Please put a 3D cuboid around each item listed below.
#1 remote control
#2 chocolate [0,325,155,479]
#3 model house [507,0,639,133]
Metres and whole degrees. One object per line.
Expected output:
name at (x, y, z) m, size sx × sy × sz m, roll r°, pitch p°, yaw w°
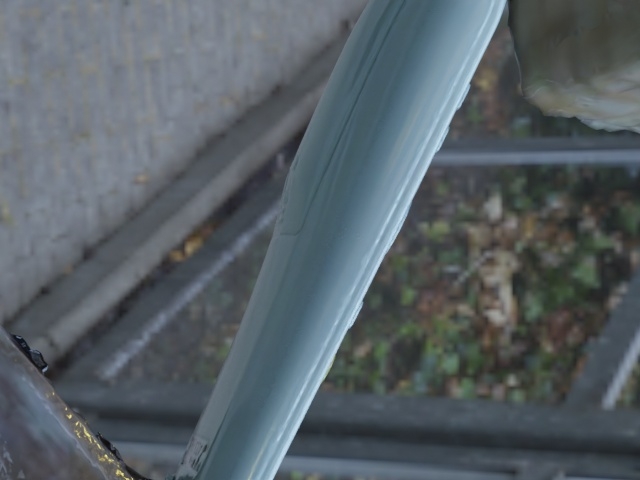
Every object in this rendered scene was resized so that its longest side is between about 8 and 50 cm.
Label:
remote control at (0.001, 0.001, 0.702) m, size 0.293 × 0.051 × 0.103 m, roll -66°, pitch -172°, yaw -8°
chocolate at (-0.174, 0.135, 0.781) m, size 0.261 × 0.161 × 0.083 m, roll 46°, pitch 14°, yaw -8°
model house at (0.382, -0.206, 0.842) m, size 0.445 × 0.400 × 0.395 m, roll 9°, pitch 83°, yaw -35°
